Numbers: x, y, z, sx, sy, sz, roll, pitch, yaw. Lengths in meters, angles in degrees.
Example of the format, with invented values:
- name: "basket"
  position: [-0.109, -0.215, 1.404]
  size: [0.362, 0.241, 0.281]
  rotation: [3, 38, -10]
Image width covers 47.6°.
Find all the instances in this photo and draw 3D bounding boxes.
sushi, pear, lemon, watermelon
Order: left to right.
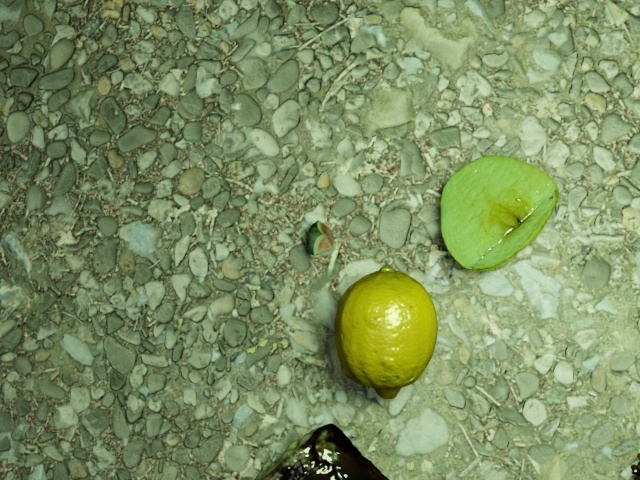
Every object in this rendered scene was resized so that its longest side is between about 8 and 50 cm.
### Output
- name: "watermelon"
  position: [-0.003, 0.002, 1.885]
  size: [0.072, 0.084, 0.092]
  rotation: [25, 126, -5]
- name: "sushi"
  position: [0.009, 0.601, 1.681]
  size: [0.294, 0.281, 0.299]
  rotation: [46, 108, 15]
- name: "lemon"
  position: [0.156, 0.218, 1.721]
  size: [0.245, 0.245, 0.320]
  rotation: [2, 92, 13]
- name: "pear"
  position: [0.411, -0.077, 1.770]
  size: [0.288, 0.139, 0.239]
  rotation: [-44, 60, 8]

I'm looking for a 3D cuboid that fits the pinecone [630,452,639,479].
- name: "pinecone"
  position: [0.751, 0.531, 1.600]
  size: [0.140, 0.140, 0.120]
  rotation: [19, 114, 15]
